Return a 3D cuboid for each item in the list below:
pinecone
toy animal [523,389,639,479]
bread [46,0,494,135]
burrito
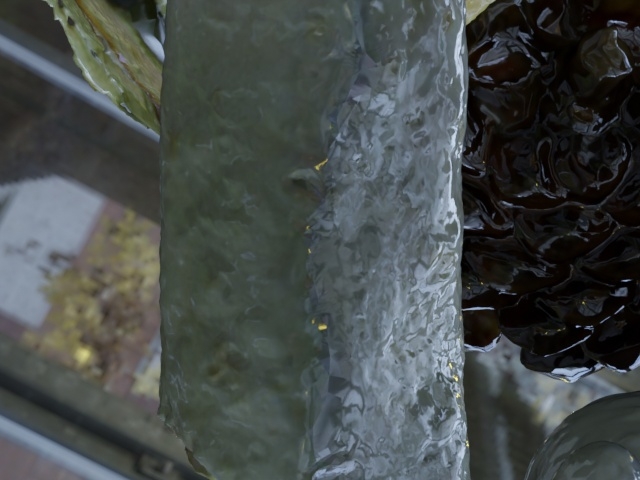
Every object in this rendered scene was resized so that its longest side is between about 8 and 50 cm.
[{"bbox_3d":[0.162,-0.091,1.194,0.397,0.398,0.397,-57,-167,20],"label":"pinecone"},{"bbox_3d":[0.277,0.131,1.043,0.357,0.194,0.258,-43,158,-18],"label":"toy animal"},{"bbox_3d":[-0.019,-0.173,0.920,0.264,0.167,0.163,-39,-138,-15],"label":"bread"},{"bbox_3d":[0.003,-0.001,0.698,0.105,0.143,0.299,21,-65,59],"label":"burrito"}]
